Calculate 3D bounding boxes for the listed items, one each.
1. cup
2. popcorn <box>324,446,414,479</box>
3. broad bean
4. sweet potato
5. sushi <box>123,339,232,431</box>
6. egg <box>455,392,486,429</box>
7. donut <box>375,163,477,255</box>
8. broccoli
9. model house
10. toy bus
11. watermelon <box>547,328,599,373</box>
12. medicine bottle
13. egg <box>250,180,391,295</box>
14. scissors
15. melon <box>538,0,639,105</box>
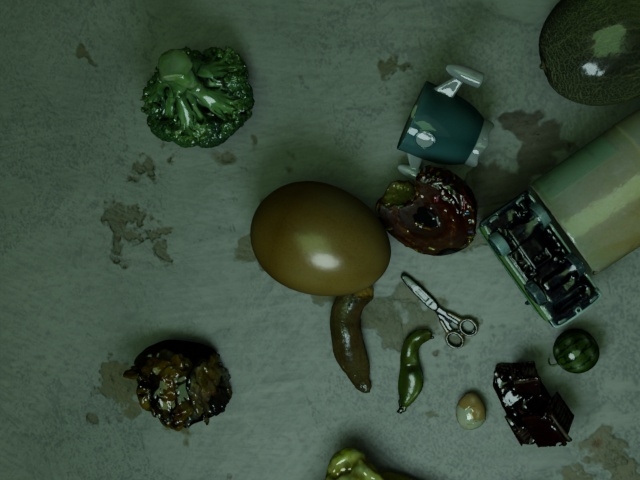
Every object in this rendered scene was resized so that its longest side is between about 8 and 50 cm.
[{"bbox_3d":[0.276,-0.240,1.649,0.173,0.167,0.299,22,129,-1],"label":"cup"},{"bbox_3d":[0.123,0.671,1.793,0.334,0.293,0.292,27,64,-20],"label":"popcorn"},{"bbox_3d":[0.216,0.309,1.799,0.070,0.048,0.213,15,99,12],"label":"broad bean"},{"bbox_3d":[0.080,0.229,1.800,0.112,0.085,0.285,-5,98,10],"label":"sweet potato"},{"bbox_3d":[-0.350,0.354,1.865,0.204,0.200,0.213,-13,96,19],"label":"sushi"},{"bbox_3d":[0.350,0.397,1.770,0.071,0.071,0.083,-4,94,14],"label":"egg"},{"bbox_3d":[0.247,-0.069,1.671,0.216,0.096,0.230,35,140,-5],"label":"donut"},{"bbox_3d":[-0.287,-0.340,1.717,0.270,0.270,0.270,-2,73,8],"label":"broccoli"},{"bbox_3d":[0.465,0.367,1.691,0.141,0.164,0.203,-34,88,11],"label":"model house"},{"bbox_3d":[0.462,0.040,1.640,0.134,0.165,0.276,-35,90,1],"label":"toy bus"},{"bbox_3d":[0.562,0.248,1.681,0.109,0.109,0.109,2,99,13],"label":"watermelon"},{"bbox_3d":[0.657,-0.137,1.528,0.406,0.236,0.235,-36,89,14],"label":"medicine bottle"},{"bbox_3d":[0.000,0.000,1.697,0.322,0.250,0.250,20,103,13],"label":"egg"},{"bbox_3d":[0.269,0.156,1.780,0.220,0.017,0.088,44,109,4],"label":"scissors"},{"bbox_3d":[0.594,-0.403,1.501,0.329,0.248,0.248,-20,94,9],"label":"melon"}]
